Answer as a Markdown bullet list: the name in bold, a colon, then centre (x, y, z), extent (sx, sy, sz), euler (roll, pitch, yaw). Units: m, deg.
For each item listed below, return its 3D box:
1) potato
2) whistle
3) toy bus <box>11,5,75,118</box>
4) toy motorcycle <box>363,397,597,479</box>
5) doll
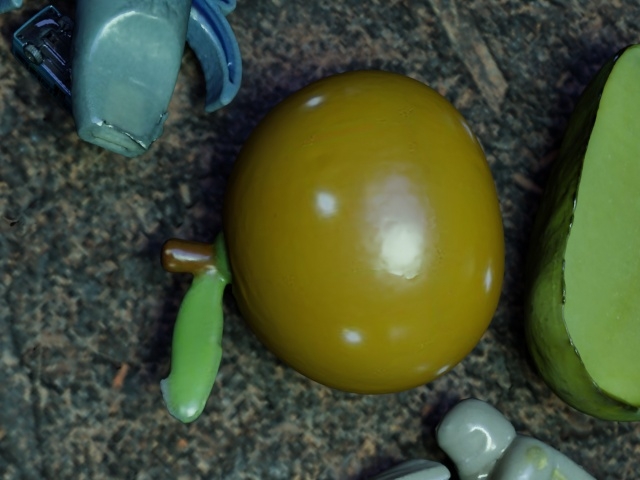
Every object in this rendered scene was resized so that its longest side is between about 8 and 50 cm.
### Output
- **potato**: centre (0.210, 0.006, 1.157), extent (0.160, 0.111, 0.271), euler (27, 62, -25)
- **whistle**: centre (-0.124, -0.174, 1.075), extent (0.180, 0.093, 0.269), euler (25, 56, -31)
- **toy bus**: centre (-0.168, -0.114, 1.095), extent (0.083, 0.046, 0.038), euler (46, 68, -1)
- **toy motorcycle**: centre (0.129, 0.220, 1.083), extent (0.341, 0.108, 0.223), euler (7, 82, -9)
- **doll**: centre (0.000, 0.000, 1.050), extent (0.236, 0.213, 0.213), euler (-10, 81, -6)
